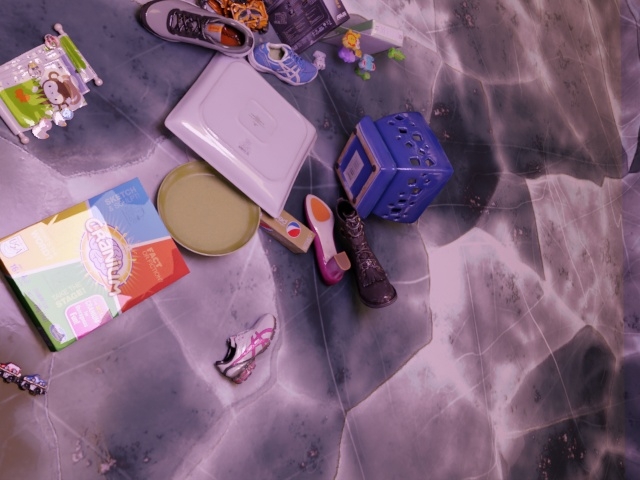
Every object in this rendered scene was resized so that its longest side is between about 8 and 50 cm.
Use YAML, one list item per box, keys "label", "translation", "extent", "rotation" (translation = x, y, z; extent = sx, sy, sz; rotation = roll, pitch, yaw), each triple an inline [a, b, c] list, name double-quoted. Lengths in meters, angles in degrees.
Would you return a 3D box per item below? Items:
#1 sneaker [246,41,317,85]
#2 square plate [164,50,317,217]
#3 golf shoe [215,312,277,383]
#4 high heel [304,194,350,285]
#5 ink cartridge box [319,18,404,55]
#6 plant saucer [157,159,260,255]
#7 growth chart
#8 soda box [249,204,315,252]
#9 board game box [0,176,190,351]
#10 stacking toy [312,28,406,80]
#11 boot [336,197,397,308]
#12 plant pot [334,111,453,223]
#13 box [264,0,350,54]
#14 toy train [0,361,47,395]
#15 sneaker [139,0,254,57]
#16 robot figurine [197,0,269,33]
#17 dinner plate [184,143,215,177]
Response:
- label: "sneaker"
  translation: [-0.089, -0.472, 1.552]
  extent: [0.211, 0.081, 0.080]
  rotation: [3, 78, -37]
- label: "square plate"
  translation: [-0.166, -0.282, 1.437]
  extent: [0.347, 0.049, 0.344]
  rotation: [41, 47, -22]
- label: "golf shoe"
  translation: [-0.171, 0.241, 1.375]
  extent: [0.086, 0.068, 0.186]
  rotation: [44, 60, -21]
- label: "high heel"
  translation: [0.000, 0.000, 1.565]
  extent: [0.082, 0.117, 0.244]
  rotation: [-18, 72, -35]
- label: "ink cartridge box"
  translation: [0.094, -0.587, 1.651]
  extent: [0.235, 0.171, 0.056]
  rotation: [6, 92, -35]
- label: "plant saucer"
  translation: [-0.260, -0.072, 1.354]
  extent: [0.241, 0.037, 0.240]
  rotation: [9, 66, -22]
- label: "growth chart"
  translation: [-0.574, -0.322, 1.208]
  extent: [0.172, 0.021, 0.237]
  rotation: [51, 58, -19]
- label: "soda box"
  translation: [-0.103, -0.039, 1.475]
  extent: [0.181, 0.061, 0.058]
  rotation: [38, 68, -25]
- label: "board game box"
  translation: [-0.463, 0.041, 1.197]
  extent: [0.317, 0.064, 0.242]
  rotation: [-34, 103, -35]
- label: "stacking toy"
  translation: [0.106, -0.513, 1.650]
  extent: [0.221, 0.167, 0.052]
  rotation: [8, 79, -36]
- label: "boot"
  translation: [0.103, 0.029, 1.500]
  extent: [0.091, 0.263, 0.228]
  rotation: [-23, 124, -5]
- label: "plant pot"
  translation: [0.180, -0.196, 1.578]
  extent: [0.212, 0.236, 0.235]
  rotation: [-3, 55, -28]
- label: "box"
  translation: [-0.048, -0.604, 1.513]
  extent: [0.056, 0.231, 0.183]
  rotation: [-39, 104, -31]
- label: "toy train"
  translation: [-0.587, 0.248, 1.094]
  extent: [0.158, 0.027, 0.036]
  rotation: [37, 51, -25]
- label: "sneaker"
  translation: [-0.284, -0.505, 1.363]
  extent: [0.272, 0.108, 0.100]
  rotation: [10, 103, -15]
- label: "robot figurine"
  translation: [-0.235, -0.644, 1.473]
  extent: [0.211, 0.085, 0.290]
  rotation: [-29, 99, -35]
- label: "dinner plate"
  translation: [-0.263, -0.222, 1.422]
  extent: [0.141, 0.017, 0.141]
  rotation: [8, 77, -37]
